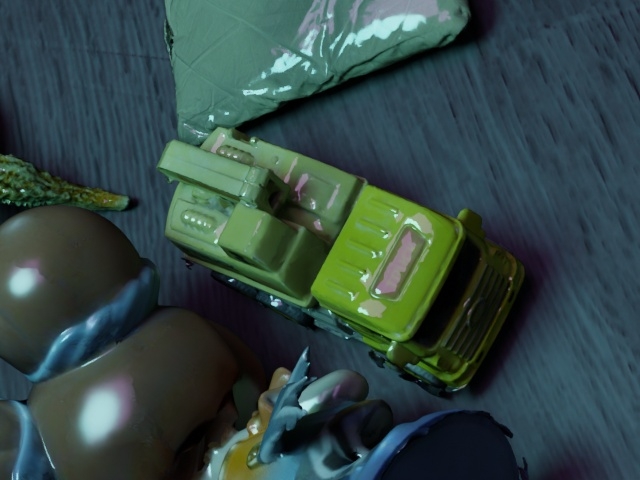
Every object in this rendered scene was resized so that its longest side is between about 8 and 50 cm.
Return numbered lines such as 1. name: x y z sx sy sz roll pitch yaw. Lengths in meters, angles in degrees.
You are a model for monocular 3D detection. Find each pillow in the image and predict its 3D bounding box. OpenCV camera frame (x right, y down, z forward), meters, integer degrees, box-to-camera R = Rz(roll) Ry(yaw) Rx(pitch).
1. pillow: -0.019 -0.243 1.444 0.274 0.076 0.280 -22 66 25

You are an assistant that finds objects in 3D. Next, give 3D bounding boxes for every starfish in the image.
1. starfish: -0.370 -0.067 1.473 0.358 0.078 0.347 30 48 28

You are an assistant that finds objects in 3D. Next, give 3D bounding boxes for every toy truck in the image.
1. toy truck: 0.000 0.000 1.279 0.272 0.157 0.124 25 84 36

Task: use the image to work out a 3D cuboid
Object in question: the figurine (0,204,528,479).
1. figurine: -0.087 0.156 1.213 0.388 0.248 0.276 18 83 40
